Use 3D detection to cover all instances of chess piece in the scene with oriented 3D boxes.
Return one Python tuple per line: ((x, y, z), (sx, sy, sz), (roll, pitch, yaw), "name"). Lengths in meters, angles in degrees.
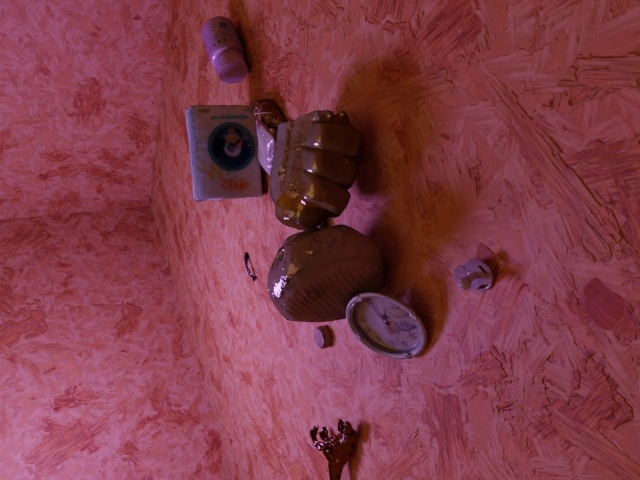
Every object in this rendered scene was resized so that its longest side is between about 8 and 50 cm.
((0.007, 0.354, 1.708), (0.084, 0.038, 0.083), (29, 125, 54), "chess piece")

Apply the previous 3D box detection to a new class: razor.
((-0.349, 0.124, 2.266), (0.044, 0.028, 0.154), (-51, 55, 52), "razor")

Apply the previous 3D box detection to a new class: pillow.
((-0.213, -0.360, 1.842), (0.128, 0.051, 0.229), (51, 156, 27), "pillow")

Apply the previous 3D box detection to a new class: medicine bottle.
((-0.405, -0.810, 1.988), (0.152, 0.152, 0.254), (-49, 56, 53), "medicine bottle")

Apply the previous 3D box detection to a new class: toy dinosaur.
((0.047, 0.774, 1.703), (0.208, 0.097, 0.432), (31, 128, 42), "toy dinosaur")

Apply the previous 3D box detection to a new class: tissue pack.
((-0.402, -0.367, 1.963), (0.162, 0.288, 0.387), (-156, 61, -68), "tissue pack")

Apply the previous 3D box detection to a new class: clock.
((0.184, 0.226, 1.282), (0.237, 0.053, 0.236), (19, 130, 23), "clock")

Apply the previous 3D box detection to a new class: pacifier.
((0.335, 0.088, 1.037), (0.081, 0.078, 0.099), (52, 144, 6), "pacifier")

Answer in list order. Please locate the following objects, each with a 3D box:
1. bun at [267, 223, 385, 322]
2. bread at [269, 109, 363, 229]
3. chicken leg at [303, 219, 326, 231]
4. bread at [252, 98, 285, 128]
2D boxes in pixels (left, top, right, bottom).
((0.018, 0.088, 1.354), (0.362, 0.326, 0.234), (-47, 34, 37), "bun")
((-0.006, -0.189, 1.366), (0.301, 0.210, 0.341), (-8, 72, 53), "bread")
((-0.005, 0.004, 1.598), (0.125, 0.081, 0.196), (-40, 64, 42), "chicken leg")
((-0.213, -0.496, 1.822), (0.233, 0.076, 0.104), (42, 134, 46), "bread")
